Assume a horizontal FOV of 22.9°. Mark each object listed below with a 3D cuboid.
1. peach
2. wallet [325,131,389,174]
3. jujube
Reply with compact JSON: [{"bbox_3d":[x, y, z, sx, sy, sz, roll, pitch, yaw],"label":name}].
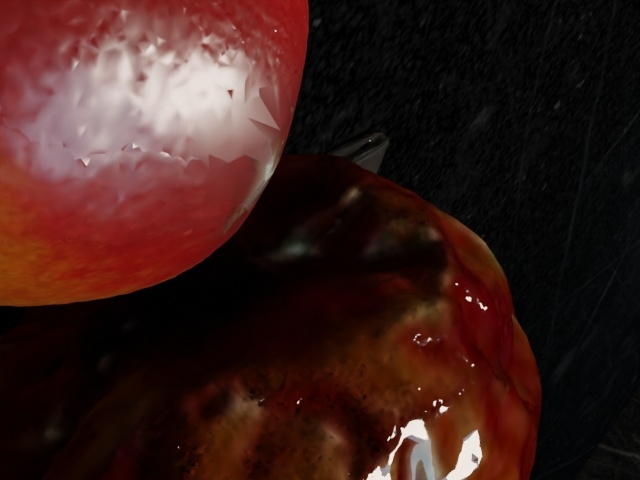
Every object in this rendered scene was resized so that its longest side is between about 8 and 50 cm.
[{"bbox_3d":[-0.121,-0.076,0.512,0.190,0.226,0.196,-30,-131,56],"label":"peach"},{"bbox_3d":[0.000,0.000,1.063,0.082,0.018,0.156,-31,149,-49],"label":"wallet"},{"bbox_3d":[-0.064,0.136,0.783,0.377,0.276,0.276,-52,160,-14],"label":"jujube"}]
